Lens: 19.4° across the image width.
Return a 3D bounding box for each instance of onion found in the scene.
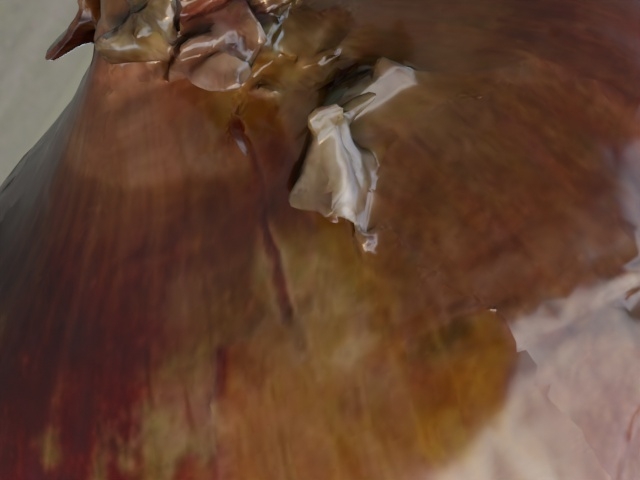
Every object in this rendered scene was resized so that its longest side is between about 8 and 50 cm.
[{"bbox_3d":[0.000,0.000,0.394,0.230,0.163,0.230,-28,-145,22],"label":"onion"}]
